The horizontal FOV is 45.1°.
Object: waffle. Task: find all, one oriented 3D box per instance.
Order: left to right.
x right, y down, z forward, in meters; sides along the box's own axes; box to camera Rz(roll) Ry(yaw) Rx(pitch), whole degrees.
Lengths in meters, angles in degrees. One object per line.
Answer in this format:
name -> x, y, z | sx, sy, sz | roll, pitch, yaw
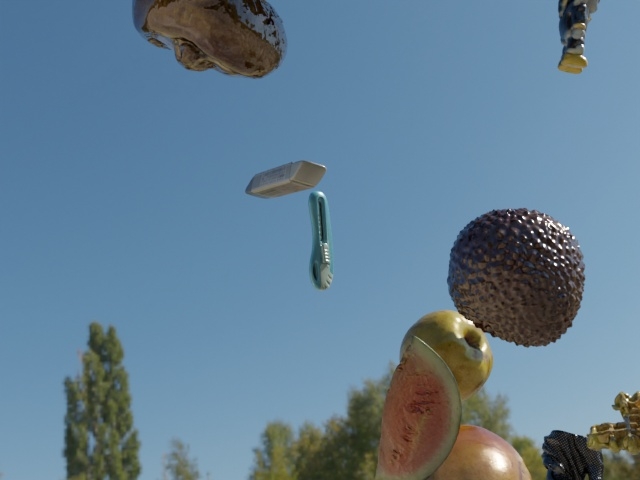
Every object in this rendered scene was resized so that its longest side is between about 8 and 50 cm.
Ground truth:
waffle -> 0.543, 0.318, 1.325 | 0.194, 0.051, 0.149 | -20, 10, -37

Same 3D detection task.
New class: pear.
pear -> 0.270, 0.259, 1.696 | 0.209, 0.208, 0.209 | -7, -24, -3

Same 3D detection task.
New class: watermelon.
watermelon -> 0.152, 0.274, 1.191 | 0.119, 0.244, 0.063 | 13, 7, -13

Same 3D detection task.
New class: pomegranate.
pomegranate -> 0.233, 0.489, 1.405 | 0.320, 0.319, 0.319 | -7, -24, -3

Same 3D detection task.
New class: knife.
knife -> 0.000, 0.000, 1.700 | 0.064, 0.221, 0.031 | 1, -7, -34

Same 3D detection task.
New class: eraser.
eraser -> -0.106, -0.169, 2.208 | 0.089, 0.061, 0.352 | 13, -10, -30

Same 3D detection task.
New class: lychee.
lychee -> 0.262, 0.050, 1.040 | 0.195, 0.194, 0.194 | -7, -24, -3

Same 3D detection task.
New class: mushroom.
mushroom -> -0.167, -0.334, 1.198 | 0.253, 0.153, 0.253 | 21, 11, -4

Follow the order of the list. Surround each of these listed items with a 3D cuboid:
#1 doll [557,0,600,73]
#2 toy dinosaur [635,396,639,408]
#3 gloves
doll -> 0.474, -0.475, 1.430 | 0.103, 0.316, 0.146 | 4, 1, 33
toy dinosaur -> 0.585, 0.227, 1.245 | 0.288, 0.070, 0.117 | -33, -11, -49
gloves -> 0.548, 0.521, 1.700 | 0.129, 0.180, 0.106 | 23, -23, -13
